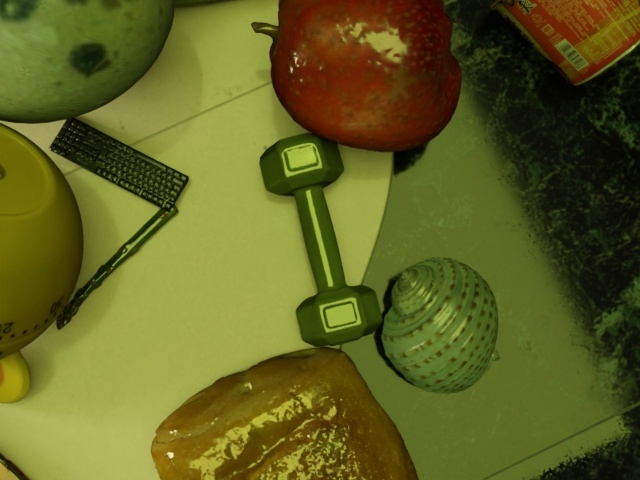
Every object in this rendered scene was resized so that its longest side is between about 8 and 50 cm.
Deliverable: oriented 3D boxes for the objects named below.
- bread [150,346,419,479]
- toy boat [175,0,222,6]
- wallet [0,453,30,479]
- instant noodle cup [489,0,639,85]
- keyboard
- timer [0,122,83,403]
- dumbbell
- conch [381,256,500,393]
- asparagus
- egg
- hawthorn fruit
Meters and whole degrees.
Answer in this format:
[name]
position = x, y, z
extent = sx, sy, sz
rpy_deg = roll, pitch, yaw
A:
[bread]
position = -0.038, 0.330, 1.442
extent = 0.328, 0.148, 0.337
rpy_deg = -25, 87, -4
[toy boat]
position = -0.153, -0.410, 1.540
extent = 0.276, 0.084, 0.111
rpy_deg = -13, 88, 0
[wallet]
position = -0.507, 0.391, 1.471
extent = 0.142, 0.045, 0.204
rpy_deg = 45, 86, 0
[instant noodle cup]
position = 0.377, -0.336, 1.499
extent = 0.213, 0.213, 0.174
rpy_deg = -40, 96, -5
[keyboard]
position = -0.296, -0.113, 1.530
extent = 0.204, 0.013, 0.061
rpy_deg = 27, 77, 5
[timer]
position = -0.502, 0.030, 1.383
extent = 0.376, 0.376, 0.387
rpy_deg = 41, 128, 2
[dumbbell]
position = 0.000, 0.000, 1.493
extent = 0.121, 0.108, 0.301
rpy_deg = -13, 86, -3
[conch]
position = 0.186, 0.116, 1.469
extent = 0.200, 0.131, 0.172
rpy_deg = 33, 57, -4
[asparagus]
position = -0.300, 0.035, 1.521
extent = 0.248, 0.025, 0.024
rpy_deg = -46, 112, -6
[egg]
position = -0.379, -0.324, 1.364
extent = 0.345, 0.428, 0.345
rpy_deg = -15, 112, -41
[hawthorn fruit]
position = 0.050, -0.264, 1.439
extent = 0.300, 0.275, 0.275
rpy_deg = 10, 85, -1
